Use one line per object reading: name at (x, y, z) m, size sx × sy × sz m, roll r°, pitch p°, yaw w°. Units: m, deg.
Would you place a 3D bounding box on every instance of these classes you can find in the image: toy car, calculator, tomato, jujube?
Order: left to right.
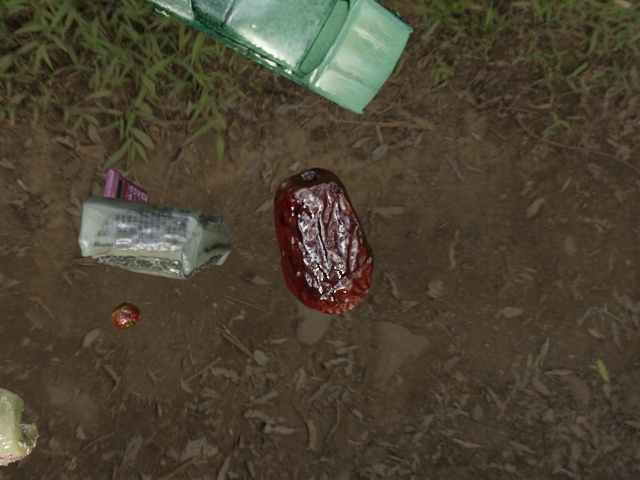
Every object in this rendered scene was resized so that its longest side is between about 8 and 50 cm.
tomato at (-0.598, 0.228, 1.831) m, size 0.087 × 0.087 × 0.075 m, roll -34°, pitch 77°, yaw -12°
calculator at (-0.568, -0.114, 1.750) m, size 0.034 × 0.190 × 0.126 m, roll -4°, pitch 70°, yaw 18°
toy car at (-0.048, -0.257, 0.666) m, size 0.320 × 0.097 × 0.141 m, roll 23°, pitch 112°, yaw -27°
jujube at (0.000, 0.000, 1.326) m, size 0.216 × 0.216 × 0.342 m, roll -26°, pitch 129°, yaw -13°

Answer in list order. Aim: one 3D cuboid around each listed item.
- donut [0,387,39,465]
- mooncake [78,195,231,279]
donut at (-0.605, 0.375, 1.173) m, size 0.065 × 0.108 × 0.166 m, roll -4°, pitch 128°, yaw -7°
mooncake at (-0.310, -0.003, 1.147) m, size 0.254 × 0.250 × 0.136 m, roll 9°, pitch 93°, yaw 4°
